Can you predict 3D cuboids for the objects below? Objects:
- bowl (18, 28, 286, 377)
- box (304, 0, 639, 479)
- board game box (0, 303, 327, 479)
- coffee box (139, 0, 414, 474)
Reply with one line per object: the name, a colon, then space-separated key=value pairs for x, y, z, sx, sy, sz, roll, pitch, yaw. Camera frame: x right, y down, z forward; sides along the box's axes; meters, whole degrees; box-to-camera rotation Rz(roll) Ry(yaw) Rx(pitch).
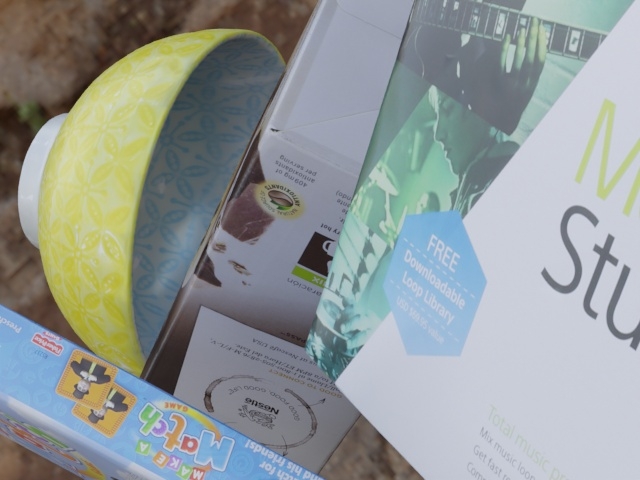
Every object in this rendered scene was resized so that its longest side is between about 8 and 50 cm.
bowl: x=-0.143 y=-0.034 z=1.274 sx=0.156 sy=0.289 sz=0.289 roll=12 pitch=54 yaw=22
box: x=0.111 y=-0.047 z=0.521 sx=0.232 sy=0.058 sz=0.322 roll=41 pitch=119 yaw=50
board game box: x=-0.064 y=0.101 z=0.708 sx=0.039 sy=0.211 sz=0.160 roll=-61 pitch=3 yaw=-16
coffee box: x=0.000 y=0.000 z=0.882 sx=0.297 sy=0.119 sz=0.168 roll=120 pitch=174 yaw=-49
